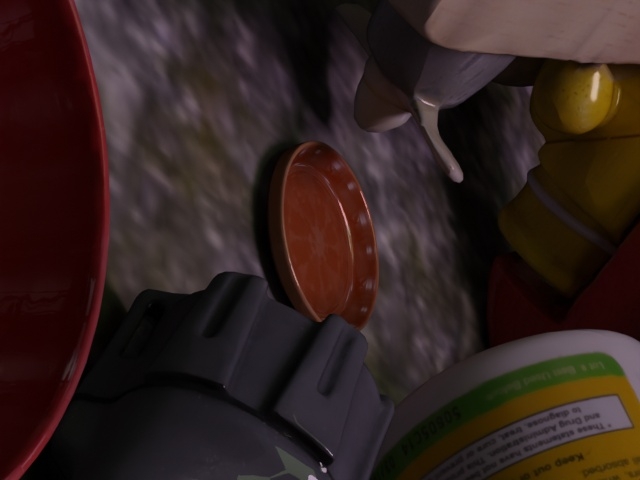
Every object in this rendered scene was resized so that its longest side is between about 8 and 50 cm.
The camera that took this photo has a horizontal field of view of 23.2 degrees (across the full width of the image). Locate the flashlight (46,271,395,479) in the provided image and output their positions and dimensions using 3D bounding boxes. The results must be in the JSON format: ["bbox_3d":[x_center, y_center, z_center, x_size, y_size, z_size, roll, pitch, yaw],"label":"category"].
[{"bbox_3d":[-0.051,0.131,0.413,0.103,0.103,0.304,63,32,-25],"label":"flashlight"}]

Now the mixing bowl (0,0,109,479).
[{"bbox_3d":[-0.135,-0.022,0.320,0.181,0.098,0.181,31,54,-54],"label":"mixing bowl"}]

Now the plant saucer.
[{"bbox_3d":[0.000,0.000,0.656,0.083,0.013,0.084,31,54,-55],"label":"plant saucer"}]

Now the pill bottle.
[{"bbox_3d":[0.115,0.167,0.588,0.136,0.136,0.246,38,24,-51],"label":"pill bottle"}]

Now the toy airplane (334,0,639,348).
[{"bbox_3d":[0.180,-0.111,0.764,0.384,0.272,0.386,-48,144,-21],"label":"toy airplane"}]
